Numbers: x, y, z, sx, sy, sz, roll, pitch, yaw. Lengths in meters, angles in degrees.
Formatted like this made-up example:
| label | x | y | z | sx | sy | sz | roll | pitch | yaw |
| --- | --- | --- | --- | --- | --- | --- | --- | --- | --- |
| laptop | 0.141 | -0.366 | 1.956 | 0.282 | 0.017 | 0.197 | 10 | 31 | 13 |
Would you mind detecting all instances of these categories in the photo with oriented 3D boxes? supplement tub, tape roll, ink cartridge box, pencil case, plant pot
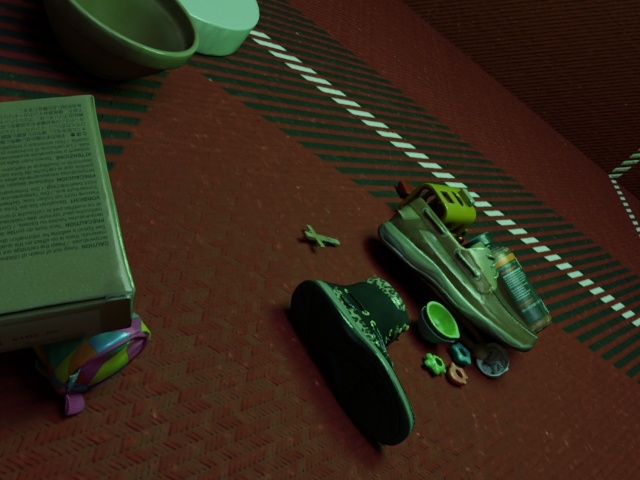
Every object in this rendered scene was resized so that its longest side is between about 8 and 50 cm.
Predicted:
| label | x | y | z | sx | sy | sz | roll | pitch | yaw |
| --- | --- | --- | --- | --- | --- | --- | --- | --- | --- |
| supplement tub | 0.323 | 0.085 | 1.278 | 0.106 | 0.106 | 0.198 | -16 | 75 | -57 |
| tape roll | -0.291 | -0.501 | 1.310 | 0.392 | 0.072 | 0.392 | 30 | 33 | -23 |
| ink cartridge box | -0.283 | -0.007 | 0.566 | 0.235 | 0.088 | 0.193 | -9 | 68 | -19 |
| pencil case | -0.262 | 0.038 | 0.656 | 0.236 | 0.104 | 0.104 | 50 | 30 | 12 |
| plant pot | -0.304 | -0.311 | 1.022 | 0.237 | 0.110 | 0.237 | 32 | 32 | -23 |

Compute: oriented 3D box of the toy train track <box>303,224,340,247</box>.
| label | x | y | z | sx | sy | sz | roll | pitch | yaw |
| --- | --- | --- | --- | --- | --- | --- | --- | --- | --- |
| toy train track | 0.000 | 0.000 | 1.108 | 0.083 | 0.014 | 0.048 | 14 | 35 | -50 |

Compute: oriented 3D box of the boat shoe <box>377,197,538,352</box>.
| label | x | y | z | sx | sy | sz | roll | pitch | yaw |
| --- | --- | --- | --- | --- | --- | --- | --- | --- | --- |
| boat shoe | 0.245 | 0.055 | 1.186 | 0.324 | 0.116 | 0.123 | 42 | 1 | 2 |

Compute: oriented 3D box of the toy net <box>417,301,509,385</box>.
| label | x | y | z | sx | sy | sz | roll | pitch | yaw |
| --- | --- | --- | --- | --- | --- | --- | --- | --- | --- |
| toy net | 0.248 | 0.182 | 1.152 | 0.232 | 0.045 | 0.122 | 23 | 36 | -34 |

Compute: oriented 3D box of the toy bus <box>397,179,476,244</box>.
| label | x | y | z | sx | sy | sz | roll | pitch | yaw |
| --- | --- | --- | --- | --- | --- | --- | --- | --- | --- |
| toy bus | 0.251 | -0.056 | 1.391 | 0.191 | 0.104 | 0.202 | 36 | 32 | -16 |

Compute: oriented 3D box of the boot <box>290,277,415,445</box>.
| label | x | y | z | sx | sy | sz | roll | pitch | yaw |
| --- | --- | --- | --- | --- | --- | --- | --- | --- | --- |
| boot | 0.080 | 0.145 | 0.955 | 0.179 | 0.085 | 0.236 | -4 | 55 | -55 |
